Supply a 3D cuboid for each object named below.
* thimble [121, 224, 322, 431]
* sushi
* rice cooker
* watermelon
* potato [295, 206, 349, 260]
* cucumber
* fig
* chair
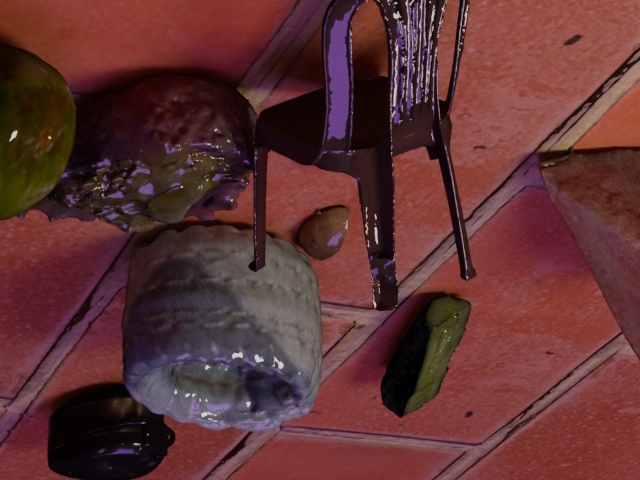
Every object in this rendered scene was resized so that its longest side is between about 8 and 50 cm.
[{"bbox_3d":[-0.102,0.095,2.039,0.205,0.172,0.250,-23,145,36],"label":"thimble"},{"bbox_3d":[-0.170,-0.084,1.764,0.241,0.107,0.161,4,146,-18],"label":"sushi"},{"bbox_3d":[-0.262,0.242,2.331,0.165,0.106,0.112,-23,147,20],"label":"rice cooker"},{"bbox_3d":[0.354,0.030,2.000,0.292,0.283,0.250,18,136,9],"label":"watermelon"},{"bbox_3d":[-0.001,0.000,2.015,0.037,0.036,0.093,4,151,-24],"label":"potato"},{"bbox_3d":[0.120,0.128,2.260,0.078,0.062,0.211,-32,155,-27],"label":"cucumber"},{"bbox_3d":[-0.325,-0.085,1.664,0.233,0.167,0.167,-23,148,22],"label":"fig"},{"bbox_3d":[0.038,-0.119,1.689,0.175,0.183,0.327,-21,121,-35],"label":"chair"}]
